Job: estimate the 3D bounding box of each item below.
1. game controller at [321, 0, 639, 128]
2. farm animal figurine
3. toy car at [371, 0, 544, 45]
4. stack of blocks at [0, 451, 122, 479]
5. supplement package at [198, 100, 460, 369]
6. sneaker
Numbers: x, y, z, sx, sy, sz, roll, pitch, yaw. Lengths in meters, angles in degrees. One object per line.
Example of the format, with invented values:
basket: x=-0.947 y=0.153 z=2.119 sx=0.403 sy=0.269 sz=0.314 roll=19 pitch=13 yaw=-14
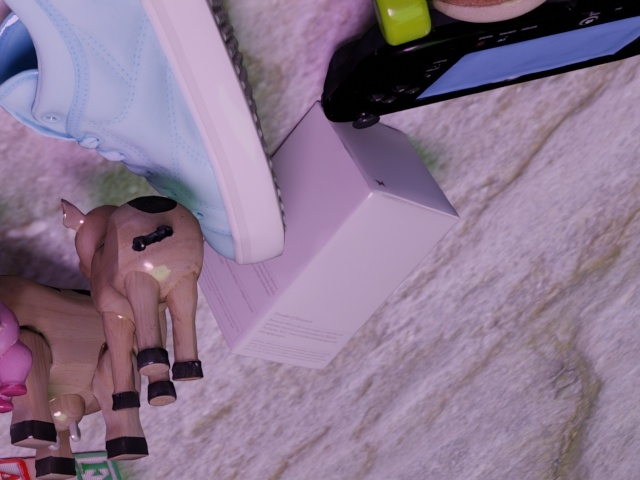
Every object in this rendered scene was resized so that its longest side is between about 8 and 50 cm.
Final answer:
game controller: x=0.159 y=-0.147 z=0.961 sx=0.319 sy=0.067 sz=0.166 roll=-15 pitch=-179 yaw=-19
farm animal figurine: x=-0.208 y=0.057 z=0.906 sx=0.330 sy=0.172 sz=0.327 roll=-12 pitch=160 yaw=10
toy car: x=0.084 y=-0.240 z=0.801 sx=0.155 sy=0.149 sz=0.188 roll=-18 pitch=131 yaw=1
stack of blocks: x=-0.302 y=0.326 z=1.226 sx=0.171 sy=0.087 sz=0.297 roll=0 pitch=134 yaw=-33
supplement package: x=0.000 y=0.000 z=1.036 sx=0.105 sy=0.105 sz=0.179 roll=16 pitch=125 yaw=-43
sneaker: x=-0.127 y=-0.106 z=0.832 sx=0.150 sy=0.135 sz=0.366 roll=-17 pitch=136 yaw=3
